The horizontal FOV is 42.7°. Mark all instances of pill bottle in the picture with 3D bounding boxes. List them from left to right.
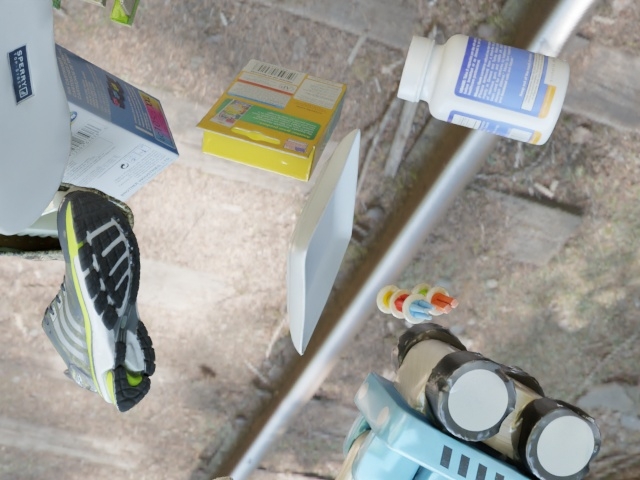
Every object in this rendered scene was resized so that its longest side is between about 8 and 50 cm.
[{"bbox_3d":[0.279,-0.272,1.430,0.272,0.152,0.152,16,135,4],"label":"pill bottle"}]

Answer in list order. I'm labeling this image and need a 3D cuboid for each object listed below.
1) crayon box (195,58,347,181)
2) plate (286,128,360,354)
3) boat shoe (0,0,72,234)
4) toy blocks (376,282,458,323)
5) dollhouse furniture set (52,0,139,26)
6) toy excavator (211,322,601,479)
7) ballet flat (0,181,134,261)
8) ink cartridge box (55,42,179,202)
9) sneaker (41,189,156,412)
[{"bbox_3d":[-0.086,-0.217,1.505,0.203,0.323,0.083,16,125,5],"label":"crayon box"},{"bbox_3d":[0.000,0.000,1.315,0.045,0.278,0.277,15,142,11],"label":"plate"},{"bbox_3d":[-0.358,-0.171,0.843,0.158,0.127,0.341,31,133,18],"label":"boat shoe"},{"bbox_3d":[0.185,0.112,1.435,0.123,0.148,0.054,-2,96,-23],"label":"toy blocks"},{"bbox_3d":[-0.477,-0.541,1.510,0.301,0.198,0.151,17,177,-6],"label":"dollhouse furniture set"},{"bbox_3d":[0.088,0.330,1.119,0.432,0.222,0.445,29,91,-13],"label":"toy excavator"},{"bbox_3d":[-0.438,-0.044,1.126,0.182,0.164,0.482,-6,176,27],"label":"ballet flat"},{"bbox_3d":[-0.469,-0.179,1.366,0.270,0.151,0.395,-35,154,18],"label":"ink cartridge box"},{"bbox_3d":[-0.295,0.078,1.021,0.121,0.111,0.300,9,117,20],"label":"sneaker"}]
